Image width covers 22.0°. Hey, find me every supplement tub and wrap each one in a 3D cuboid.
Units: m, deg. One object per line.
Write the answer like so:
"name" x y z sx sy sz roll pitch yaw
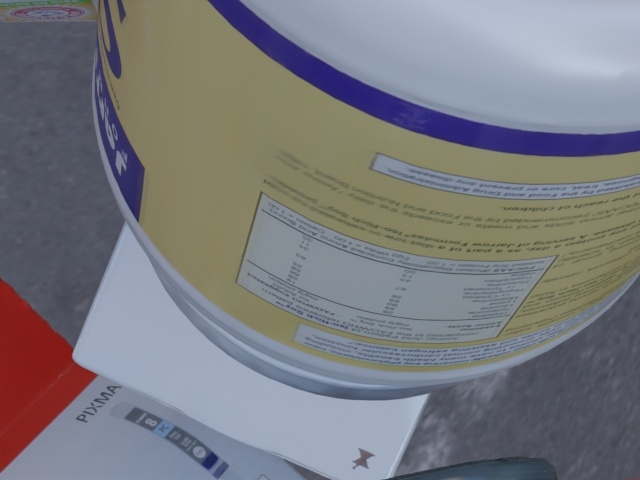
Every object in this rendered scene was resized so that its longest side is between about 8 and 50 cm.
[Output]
"supplement tub" 0.041 -0.087 0.583 0.241 0.331 0.241 3 67 -8

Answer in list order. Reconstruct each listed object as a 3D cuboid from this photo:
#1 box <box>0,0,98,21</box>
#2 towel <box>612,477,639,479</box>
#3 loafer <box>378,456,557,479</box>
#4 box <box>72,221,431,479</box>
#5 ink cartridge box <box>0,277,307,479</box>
"box" -0.210 -0.176 0.853 0.203 0.103 0.114 -1 86 -3
"towel" 0.267 0.307 1.865 0.197 0.144 0.029 -12 83 -22
"loafer" -0.017 0.155 0.694 0.267 0.096 0.084 -20 74 35
"box" 0.000 0.000 1.143 0.215 0.345 0.168 24 109 2
"ink cartridge box" -0.207 0.192 1.225 0.385 0.308 0.091 43 136 0
